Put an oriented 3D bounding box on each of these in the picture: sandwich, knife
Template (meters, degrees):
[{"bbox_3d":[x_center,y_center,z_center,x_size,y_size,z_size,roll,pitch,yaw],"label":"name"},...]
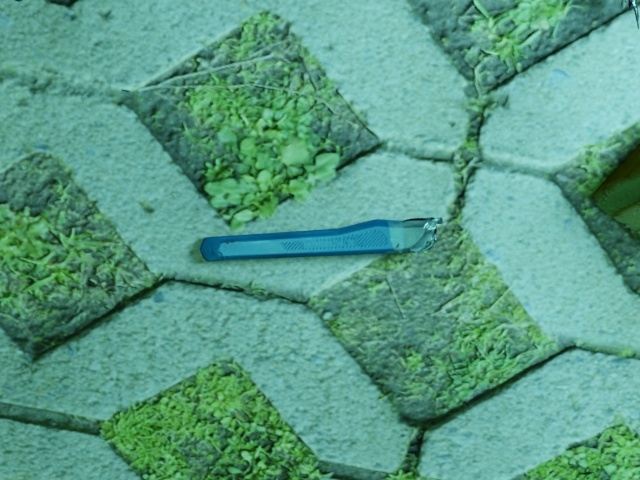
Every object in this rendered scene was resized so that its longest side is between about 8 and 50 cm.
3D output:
[{"bbox_3d":[0.435,-0.100,1.234,0.117,0.144,0.187,41,68,-10],"label":"sandwich"},{"bbox_3d":[0.000,-0.001,1.274,0.297,0.026,0.044,-3,104,6],"label":"knife"}]

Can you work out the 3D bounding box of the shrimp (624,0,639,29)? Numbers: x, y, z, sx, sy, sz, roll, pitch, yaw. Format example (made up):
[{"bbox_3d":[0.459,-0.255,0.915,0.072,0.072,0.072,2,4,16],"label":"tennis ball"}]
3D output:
[{"bbox_3d":[0.323,-0.341,1.133,0.090,0.079,0.232,-28,111,-29],"label":"shrimp"}]
